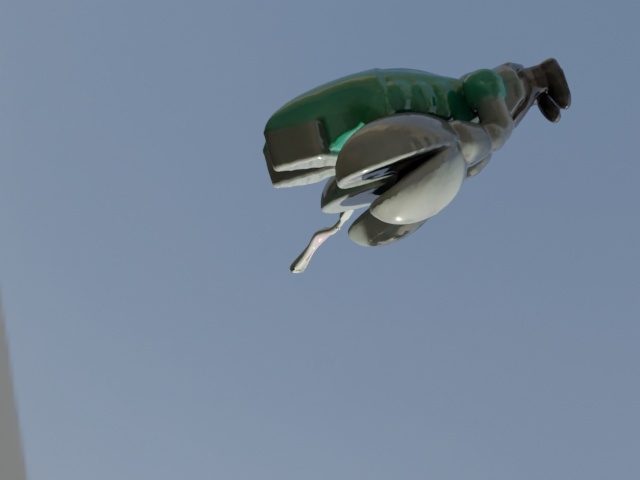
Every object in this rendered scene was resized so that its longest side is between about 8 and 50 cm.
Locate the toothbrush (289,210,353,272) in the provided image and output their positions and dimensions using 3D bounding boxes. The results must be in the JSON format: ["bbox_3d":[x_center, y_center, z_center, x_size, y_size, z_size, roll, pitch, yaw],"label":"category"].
[{"bbox_3d":[0.000,0.000,1.415,0.204,0.017,0.022,129,-40,-60],"label":"toothbrush"}]

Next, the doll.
[{"bbox_3d":[0.082,-0.081,1.052,0.258,0.195,0.153,-21,-106,20],"label":"doll"}]
